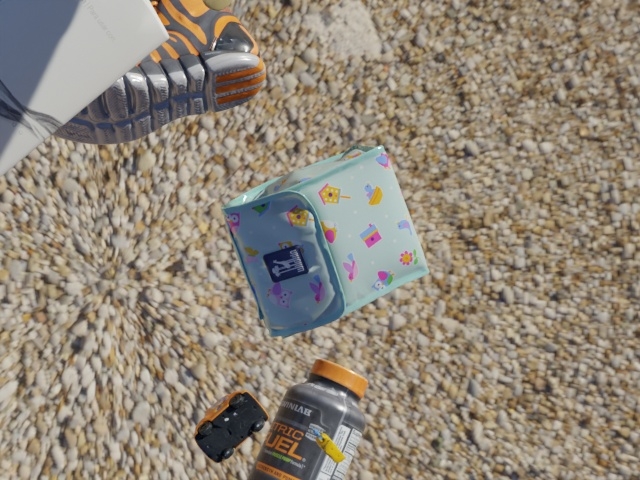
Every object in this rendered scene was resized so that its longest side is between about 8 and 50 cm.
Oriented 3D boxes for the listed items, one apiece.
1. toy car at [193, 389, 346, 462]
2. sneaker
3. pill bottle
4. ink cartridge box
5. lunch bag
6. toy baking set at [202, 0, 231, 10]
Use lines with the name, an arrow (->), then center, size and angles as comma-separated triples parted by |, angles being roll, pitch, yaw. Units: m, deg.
toy car -> -0.045, 0.161, 0.747 | 0.122, 0.040, 0.060 | 34, 87, -24
sneaker -> -0.248, -0.244, 1.268 | 0.321, 0.125, 0.180 | -14, 58, -20
pill bottle -> -0.016, 0.299, 1.359 | 0.130, 0.130, 0.246 | 27, 75, -10
ink cartridge box -> -0.283, -0.142, 0.684 | 0.283, 0.117, 0.207 | -40, 53, -6
lunch bag -> 0.000, 0.000, 1.399 | 0.262, 0.160, 0.223 | -25, 105, -17
toy baking set -> -0.099, -0.360, 0.962 | 0.196, 0.030, 0.256 | 28, 94, -42
